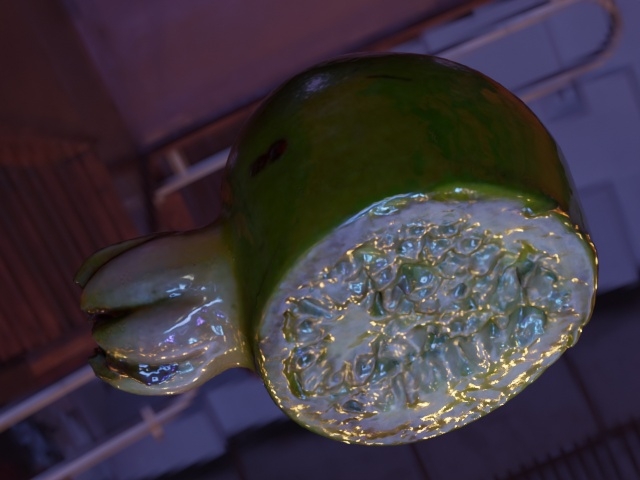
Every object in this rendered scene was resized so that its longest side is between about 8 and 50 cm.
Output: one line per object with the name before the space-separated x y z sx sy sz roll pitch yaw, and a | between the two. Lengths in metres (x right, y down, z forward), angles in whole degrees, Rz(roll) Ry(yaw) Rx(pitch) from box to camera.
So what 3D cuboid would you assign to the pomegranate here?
pomegranate | 0.011 0.005 0.949 0.241 0.190 0.159 -38 -136 14
